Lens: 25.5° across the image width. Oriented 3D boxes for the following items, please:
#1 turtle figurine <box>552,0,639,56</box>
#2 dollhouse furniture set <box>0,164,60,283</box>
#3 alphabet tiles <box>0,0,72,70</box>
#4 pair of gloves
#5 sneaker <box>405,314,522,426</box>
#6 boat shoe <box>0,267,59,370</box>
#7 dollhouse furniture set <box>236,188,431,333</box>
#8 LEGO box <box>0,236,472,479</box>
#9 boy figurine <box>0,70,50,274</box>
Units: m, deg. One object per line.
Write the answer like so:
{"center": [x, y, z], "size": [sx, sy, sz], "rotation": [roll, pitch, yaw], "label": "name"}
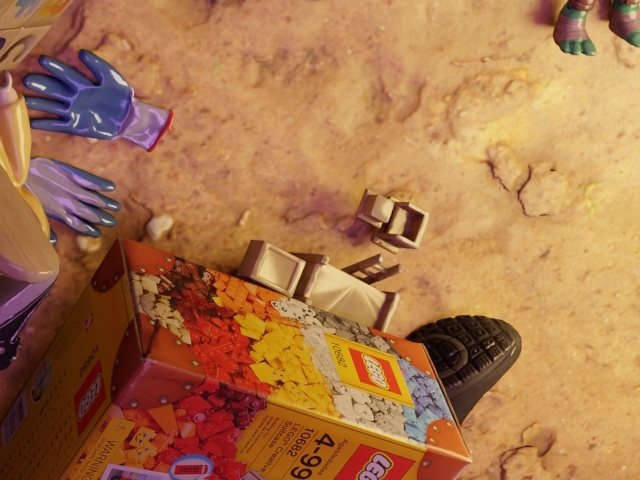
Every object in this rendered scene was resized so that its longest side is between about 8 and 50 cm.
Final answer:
{"center": [0.314, -0.309, 1.468], "size": [0.175, 0.118, 0.234], "rotation": [0, 131, -6], "label": "turtle figurine"}
{"center": [-0.429, 0.131, 1.094], "size": [0.394, 0.256, 0.362], "rotation": [10, 126, -51], "label": "dollhouse furniture set"}
{"center": [-0.268, -0.180, 1.087], "size": [0.011, 0.342, 0.285], "rotation": [47, 110, 3], "label": "alphabet tiles"}
{"center": [-0.247, -0.087, 1.405], "size": [0.159, 0.023, 0.198], "rotation": [25, 103, -29], "label": "pair of gloves"}
{"center": [0.119, 0.196, 1.653], "size": [0.286, 0.109, 0.130], "rotation": [-36, 129, 8], "label": "sneaker"}
{"center": [-0.340, 0.095, 1.429], "size": [0.219, 0.078, 0.070], "rotation": [-38, 122, 9], "label": "boat shoe"}
{"center": [0.000, 0.000, 1.526], "size": [0.182, 0.101, 0.161], "rotation": [28, 77, -30], "label": "dollhouse furniture set"}
{"center": [-0.151, 0.286, 1.461], "size": [0.372, 0.193, 0.500], "rotation": [21, 119, -28], "label": "LEGO box"}
{"center": [-0.349, -0.080, 1.317], "size": [0.177, 0.092, 0.285], "rotation": [-29, 114, -7], "label": "boy figurine"}
